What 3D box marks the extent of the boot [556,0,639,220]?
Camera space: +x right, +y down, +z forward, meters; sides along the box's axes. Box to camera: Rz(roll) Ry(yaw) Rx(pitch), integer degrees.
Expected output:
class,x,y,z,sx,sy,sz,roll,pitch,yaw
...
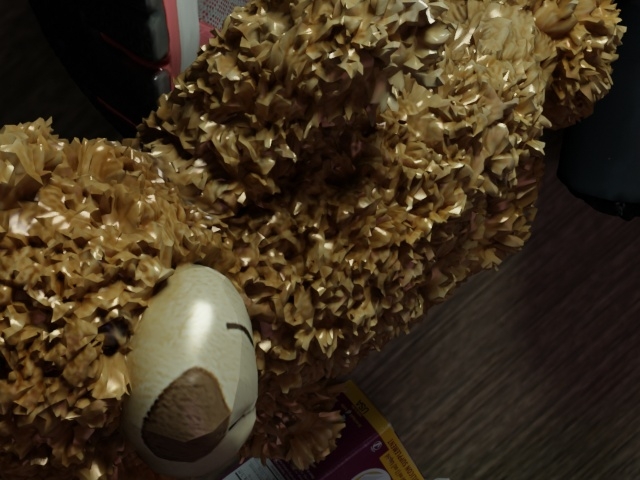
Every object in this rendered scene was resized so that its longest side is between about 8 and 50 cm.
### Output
class,x,y,z,sx,sy,sz,roll,pitch,yaw
boot,0.136,-0.106,0.823,0.246,0.094,0.207,-8,118,-34

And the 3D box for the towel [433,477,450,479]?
class,x,y,z,sx,sy,sz,roll,pitch,yaw
towel,0.118,0.247,1.027,0.187,0.049,0.282,3,120,-5

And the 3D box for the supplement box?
class,x,y,z,sx,sy,sz,roll,pitch,yaw
supplement box,0.001,0.117,0.913,0.083,0.043,0.055,-37,132,-6

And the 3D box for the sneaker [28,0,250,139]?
class,x,y,z,sx,sy,sz,roll,pitch,yaw
sneaker,-0.036,-0.163,0.673,0.136,0.116,0.314,-22,129,-25

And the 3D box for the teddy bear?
class,x,y,z,sx,sy,sz,roll,pitch,yaw
teddy bear,0.000,0.000,0.686,0.245,0.113,0.338,-51,161,26
